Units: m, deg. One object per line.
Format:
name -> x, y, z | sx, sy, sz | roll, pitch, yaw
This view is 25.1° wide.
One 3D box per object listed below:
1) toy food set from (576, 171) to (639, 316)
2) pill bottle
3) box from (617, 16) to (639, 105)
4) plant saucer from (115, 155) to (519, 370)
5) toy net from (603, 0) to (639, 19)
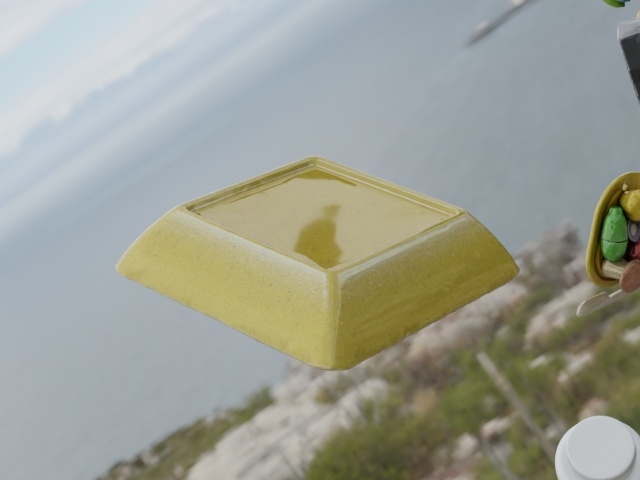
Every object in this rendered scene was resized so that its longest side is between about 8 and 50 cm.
toy food set -> 0.451, 0.013, 2.071 | 0.128, 0.218, 0.071 | -12, 28, -37
pill bottle -> 0.363, 0.303, 1.840 | 0.117, 0.117, 0.215 | -35, -30, -7
box -> 0.604, -0.238, 2.029 | 0.307, 0.242, 0.076 | -16, 23, 19
plant saucer -> 0.000, 0.000, 1.583 | 0.332, 0.081, 0.332 | 21, 31, 36
toy net -> 0.444, -0.281, 1.892 | 0.122, 0.232, 0.045 | -1, -34, -48
